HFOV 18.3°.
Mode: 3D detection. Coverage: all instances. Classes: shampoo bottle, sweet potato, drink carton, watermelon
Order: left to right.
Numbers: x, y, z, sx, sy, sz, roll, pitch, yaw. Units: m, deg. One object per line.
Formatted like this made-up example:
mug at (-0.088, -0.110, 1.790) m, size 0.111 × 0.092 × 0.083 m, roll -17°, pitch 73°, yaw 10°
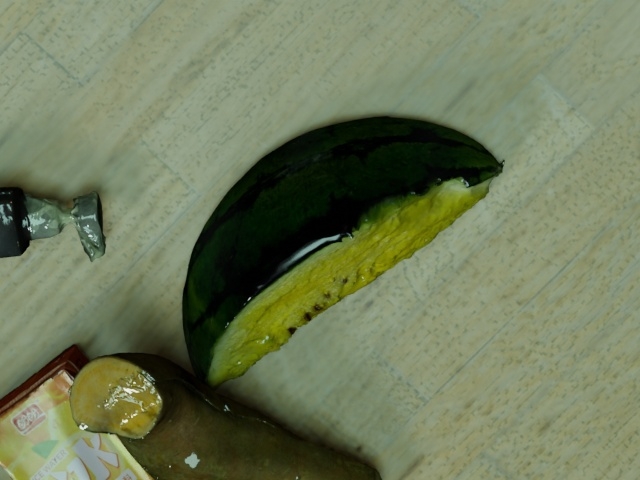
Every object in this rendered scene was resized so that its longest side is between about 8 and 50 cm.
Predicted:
shampoo bottle at (-0.271, -0.009, 1.545) m, size 0.208 × 0.057 × 0.063 m, roll -4°, pitch 104°, yaw 2°
drink carton at (-0.167, 0.202, 1.592) m, size 0.096 × 0.071 × 0.223 m, roll -36°, pitch 102°, yaw 10°
sweet potato at (-0.074, 0.163, 1.543) m, size 0.286 × 0.112 × 0.085 m, roll 31°, pitch 70°, yaw -29°
watermelon at (0.000, 0.000, 1.542) m, size 0.301 × 0.123 × 0.129 m, roll -35°, pitch 135°, yaw 8°
